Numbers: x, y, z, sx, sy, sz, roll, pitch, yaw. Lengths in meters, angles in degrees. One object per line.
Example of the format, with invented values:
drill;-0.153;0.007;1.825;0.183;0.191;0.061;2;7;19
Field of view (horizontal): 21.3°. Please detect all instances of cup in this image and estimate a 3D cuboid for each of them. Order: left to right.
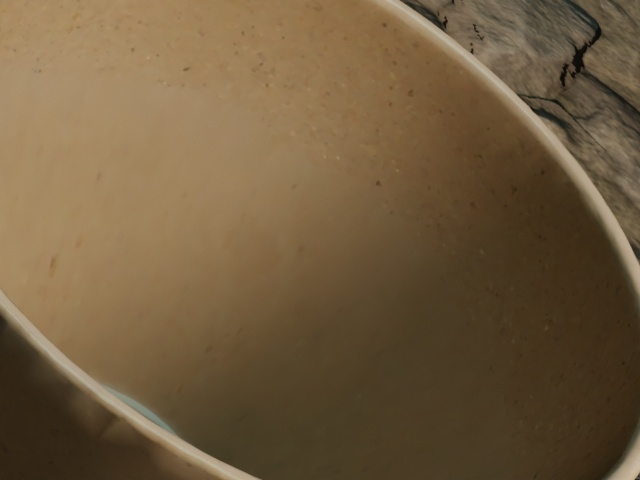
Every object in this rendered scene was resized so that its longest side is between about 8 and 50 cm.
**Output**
cup;-0.063;0.051;0.705;0.331;0.237;0.331;23;36;-19

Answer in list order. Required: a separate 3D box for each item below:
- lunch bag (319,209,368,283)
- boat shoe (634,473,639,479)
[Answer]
lunch bag;0.062;0.051;0.909;0.176;0.090;0.219;-31;91;-53
boat shoe;0.268;0.184;0.909;0.306;0.113;0.105;25;38;21
